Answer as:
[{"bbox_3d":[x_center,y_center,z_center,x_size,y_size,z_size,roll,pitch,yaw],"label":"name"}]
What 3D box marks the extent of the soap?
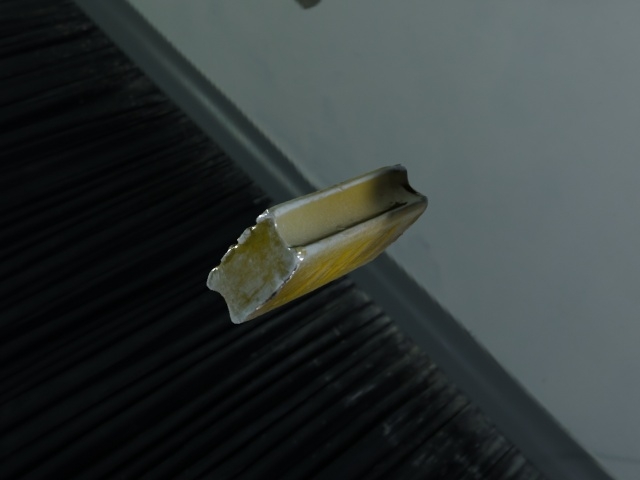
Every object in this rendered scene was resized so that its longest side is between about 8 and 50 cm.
[{"bbox_3d":[0.000,0.000,1.300,0.089,0.274,0.173,54,133,11],"label":"soap"}]
